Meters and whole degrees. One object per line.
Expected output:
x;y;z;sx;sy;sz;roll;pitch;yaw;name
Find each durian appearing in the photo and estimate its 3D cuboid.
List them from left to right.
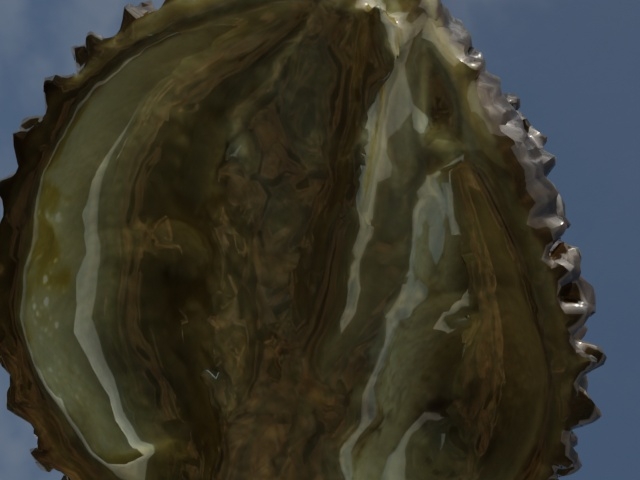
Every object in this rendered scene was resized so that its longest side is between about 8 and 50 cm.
0.000;0.000;0.434;0.148;0.091;0.188;16;-84;2;durian
